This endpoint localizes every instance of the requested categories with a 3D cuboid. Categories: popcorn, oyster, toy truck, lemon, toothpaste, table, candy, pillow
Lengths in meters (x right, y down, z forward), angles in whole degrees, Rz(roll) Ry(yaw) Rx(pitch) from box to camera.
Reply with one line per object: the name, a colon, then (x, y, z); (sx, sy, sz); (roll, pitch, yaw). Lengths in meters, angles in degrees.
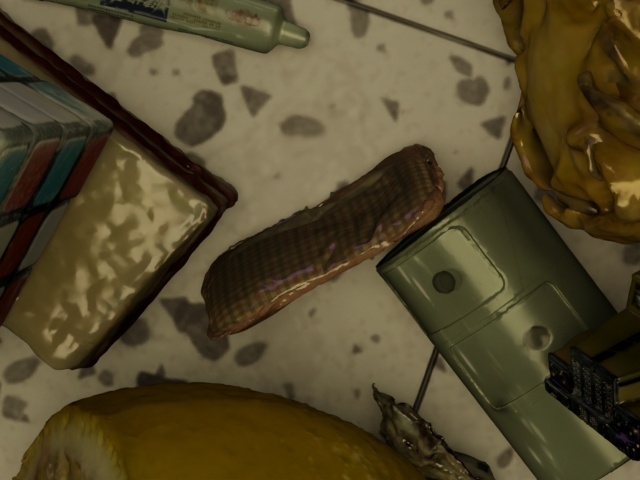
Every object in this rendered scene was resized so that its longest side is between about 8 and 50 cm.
popcorn: (0.229, -0.116, 1.264); (0.190, 0.250, 0.250); (-22, 94, -30)
oyster: (0.097, 0.176, 1.360); (0.165, 0.108, 0.053); (44, 77, -8)
toy truck: (0.282, 0.053, 1.222); (0.257, 0.127, 0.127); (-28, 126, -18)
lemon: (-0.047, 0.269, 1.272); (0.364, 0.364, 0.364); (1, 96, 6)
toothpaste: (-0.119, -0.187, 1.380); (0.233, 0.038, 0.060); (17, 93, 7)
table: (0.154, 0.068, 1.333); (0.126, 0.126, 0.220); (-37, 92, 8)
candy: (-0.242, -0.059, 1.357); (0.320, 0.135, 0.179); (38, 98, 3)
pillow: (0.000, -0.001, 1.342); (0.211, 0.135, 0.034); (-31, 111, 6)

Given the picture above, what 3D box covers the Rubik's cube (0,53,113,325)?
Rubik's cube: (-0.325, -0.028, 1.175); (0.259, 0.256, 0.253); (29, 99, 3)
